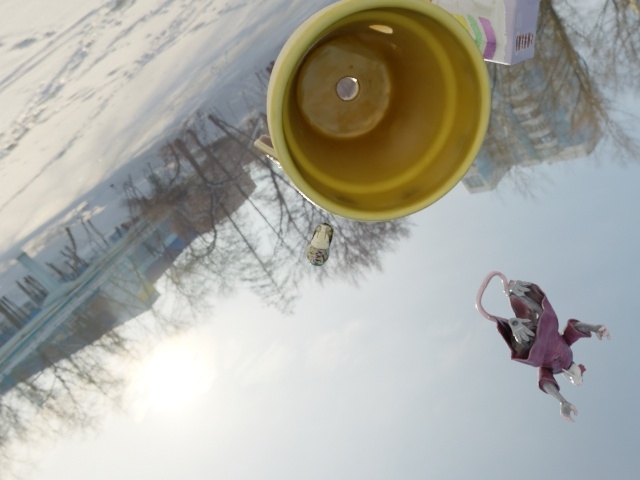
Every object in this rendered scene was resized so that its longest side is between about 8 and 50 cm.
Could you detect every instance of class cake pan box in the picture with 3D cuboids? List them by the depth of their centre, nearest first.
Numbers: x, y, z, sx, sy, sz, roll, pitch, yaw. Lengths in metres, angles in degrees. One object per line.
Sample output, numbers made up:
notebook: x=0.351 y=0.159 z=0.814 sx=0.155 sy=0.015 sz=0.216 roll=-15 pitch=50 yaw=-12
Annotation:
cake pan box: x=0.280 y=-0.471 z=0.919 sx=0.070 sy=0.267 sz=0.245 roll=-24 pitch=-143 yaw=-24

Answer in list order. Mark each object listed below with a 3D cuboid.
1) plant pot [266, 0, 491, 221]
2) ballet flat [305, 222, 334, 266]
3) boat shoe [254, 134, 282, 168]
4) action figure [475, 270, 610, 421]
plant pot: x=0.052 y=-0.183 z=0.668 sx=0.254 sy=0.254 sz=0.239 roll=-36 pitch=-154 yaw=7
ballet flat: x=0.000 y=0.000 z=0.801 sx=0.041 sy=0.041 sz=0.114 roll=-32 pitch=-165 yaw=19
boat shoe: x=-0.011 y=-0.206 z=1.261 sx=0.342 sy=0.123 sz=0.123 roll=27 pitch=-94 yaw=31
action figure: x=0.579 y=0.285 z=1.350 sx=0.248 sy=0.370 sz=0.275 roll=-54 pitch=-147 yaw=-8
